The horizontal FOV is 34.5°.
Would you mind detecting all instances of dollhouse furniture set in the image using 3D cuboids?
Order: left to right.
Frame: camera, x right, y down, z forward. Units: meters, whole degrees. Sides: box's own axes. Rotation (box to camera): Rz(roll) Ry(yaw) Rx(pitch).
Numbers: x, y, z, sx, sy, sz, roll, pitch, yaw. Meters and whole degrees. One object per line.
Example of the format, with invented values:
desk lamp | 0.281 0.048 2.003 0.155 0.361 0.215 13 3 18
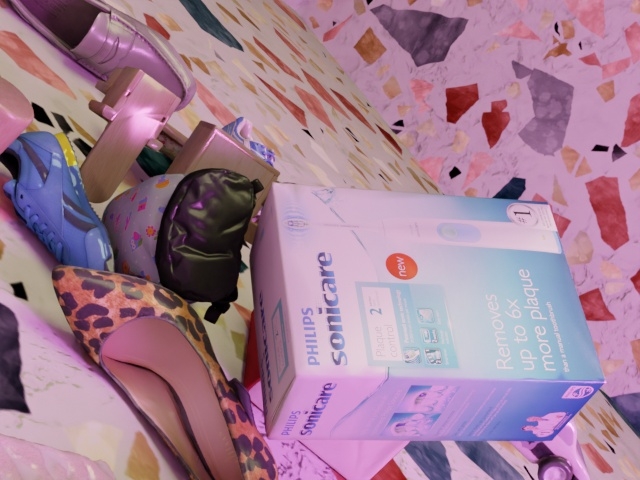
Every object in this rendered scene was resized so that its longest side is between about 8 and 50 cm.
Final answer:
dollhouse furniture set | -0.224 -0.080 1.299 0.303 0.174 0.355 36 -6 -33

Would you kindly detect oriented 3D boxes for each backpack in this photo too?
backpack | -0.151 0.000 1.047 0.115 0.152 0.182 28 -21 -28

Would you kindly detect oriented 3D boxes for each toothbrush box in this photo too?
toothbrush box | 0.090 0.071 0.991 0.295 0.126 0.216 4 52 -14

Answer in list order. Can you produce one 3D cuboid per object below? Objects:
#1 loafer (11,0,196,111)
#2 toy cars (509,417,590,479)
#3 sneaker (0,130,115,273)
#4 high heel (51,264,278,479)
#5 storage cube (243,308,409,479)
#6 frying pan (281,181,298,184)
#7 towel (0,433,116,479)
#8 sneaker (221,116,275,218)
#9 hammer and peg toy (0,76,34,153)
loafer | -0.322 -0.290 1.489 0.319 0.112 0.111 35 22 -11
toy cars | 0.182 0.103 1.142 0.176 0.087 0.394 21 31 -56
sneaker | -0.267 -0.019 1.028 0.082 0.069 0.209 -11 61 -33
high heel | -0.134 0.134 0.902 0.261 0.093 0.186 44 12 -29
storage cube | 0.037 0.129 1.204 0.215 0.183 0.193 42 17 -17
frying pan | -0.021 -0.021 1.711 0.197 0.053 0.326 45 12 -1
towel | -0.173 0.234 0.569 0.317 0.053 0.332 37 18 -52
sneaker | -0.106 -0.110 1.633 0.211 0.081 0.080 54 15 23
hammer and peg toy | -0.435 -0.194 0.884 0.361 0.127 0.266 35 16 -35
